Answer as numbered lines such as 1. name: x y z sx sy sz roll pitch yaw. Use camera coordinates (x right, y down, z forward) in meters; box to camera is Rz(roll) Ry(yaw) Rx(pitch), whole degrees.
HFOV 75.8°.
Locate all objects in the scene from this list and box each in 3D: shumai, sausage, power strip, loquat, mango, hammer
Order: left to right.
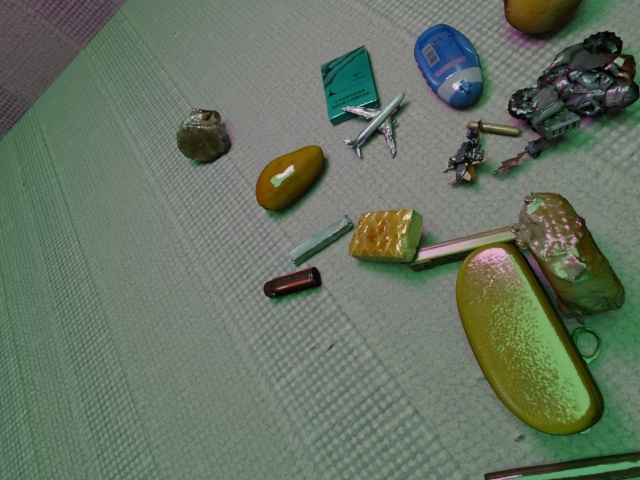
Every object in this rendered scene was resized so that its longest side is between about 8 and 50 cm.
1. shumai: -0.423 -0.383 1.471 0.184 0.184 0.142 -22 40 18
2. mango: -0.097 -0.198 1.243 0.253 0.113 0.138 -41 59 6
3. power strip: 0.333 0.022 0.973 0.305 0.064 0.044 -15 62 22
4. sausage: 0.441 -0.288 1.056 0.132 0.024 0.024 19 81 30
5. loquat: 0.557 -0.633 1.034 0.213 0.213 0.213 -9 68 24
6. hammer: 0.524 0.416 0.744 0.440 0.044 0.168 -22 64 18

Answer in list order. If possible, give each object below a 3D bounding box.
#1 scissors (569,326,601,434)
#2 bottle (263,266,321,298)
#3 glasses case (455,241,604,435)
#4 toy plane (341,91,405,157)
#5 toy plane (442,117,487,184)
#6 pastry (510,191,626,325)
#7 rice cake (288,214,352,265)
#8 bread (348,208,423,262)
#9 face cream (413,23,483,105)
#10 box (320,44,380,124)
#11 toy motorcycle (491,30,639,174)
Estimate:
1. scissors: 0.508 0.273 0.814 0.101 0.027 0.204 -7 67 28
2. bottle: -0.083 0.122 1.152 0.164 0.060 0.060 -17 65 21
3. glasses case: 0.397 0.192 0.826 0.173 0.141 0.371 -31 58 26
4. toy plane: 0.161 -0.342 1.193 0.226 0.058 0.226 -42 71 0
5. toy plane: 0.371 -0.230 1.036 0.135 0.062 0.188 3 79 61
6. pastry: 0.476 0.029 0.806 0.121 0.236 0.257 -32 49 27
7. rice cake: 0.000 0.000 1.168 0.211 0.034 0.043 -34 52 13
8. bread: 0.161 -0.011 1.031 0.188 0.068 0.125 0 69 54
9. face cream: 0.359 -0.478 1.132 0.149 0.083 0.264 -25 62 18
10. box: 0.090 -0.490 1.297 0.161 0.042 0.226 -17 65 20
11. toy motorcycle: 0.551 -0.309 0.944 0.401 0.134 0.207 -36 53 7
